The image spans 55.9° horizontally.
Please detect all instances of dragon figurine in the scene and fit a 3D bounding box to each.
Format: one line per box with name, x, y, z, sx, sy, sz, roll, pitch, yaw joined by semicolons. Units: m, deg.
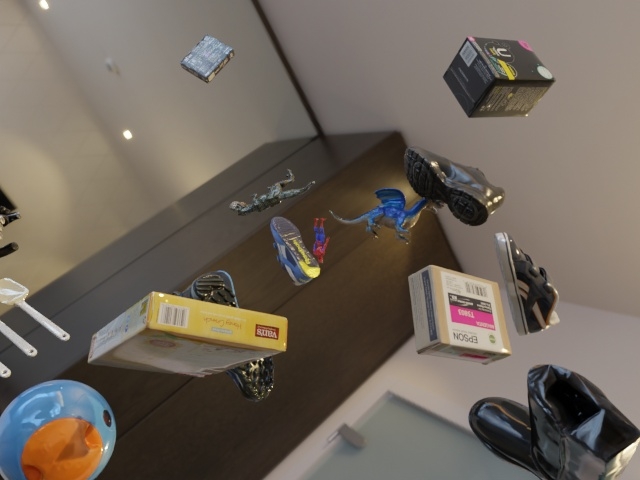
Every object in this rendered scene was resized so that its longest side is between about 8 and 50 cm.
dragon figurine;0.178;-0.079;1.576;0.289;0.144;0.085;9;-26;12

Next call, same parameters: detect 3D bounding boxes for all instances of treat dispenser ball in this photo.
treat dispenser ball;-0.674;0.503;1.542;0.288;0.288;0.288;41;-26;24

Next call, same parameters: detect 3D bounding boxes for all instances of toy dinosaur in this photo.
toy dinosaur;-0.119;-0.132;1.663;0.268;0.118;0.064;-19;-62;23

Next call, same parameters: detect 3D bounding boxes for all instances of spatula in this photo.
spatula;-0.602;0.159;1.142;0.242;0.168;0.019;25;-52;27

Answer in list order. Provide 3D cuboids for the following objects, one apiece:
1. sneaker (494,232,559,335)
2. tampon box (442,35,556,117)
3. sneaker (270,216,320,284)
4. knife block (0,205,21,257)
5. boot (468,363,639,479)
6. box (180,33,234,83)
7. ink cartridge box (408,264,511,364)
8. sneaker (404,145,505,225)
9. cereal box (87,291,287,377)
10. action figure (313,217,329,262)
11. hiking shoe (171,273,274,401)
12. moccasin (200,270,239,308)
sneaker;0.551;0.105;1.603;0.126;0.128;0.321;-82;152;-59
tampon box;0.350;-0.320;1.189;0.120;0.161;0.101;66;-33;28
sneaker;-0.059;0.021;1.134;0.059;0.053;0.144;-47;-116;42
knife block;-0.715;0.029;1.166;0.242;0.275;0.088;25;-14;33
boot;0.464;0.392;1.289;0.367;0.146;0.445;29;-18;34
box;-0.216;-0.348;1.153;0.067;0.083;0.018;32;-18;13
ink cartridge box;0.329;0.179;1.428;0.088;0.235;0.193;-37;-131;46
sneaker;0.326;-0.147;1.491;0.286;0.130;0.109;43;-35;27
cereal box;-0.176;0.129;0.767;0.173;0.047;0.240;16;-26;-31
action figure;0.000;0.000;1.569;0.038;0.030;0.115;2;-90;31
hiking shoe;-0.210;0.222;1.341;0.132;0.113;0.304;-30;-93;41
moccasin;-0.353;0.273;2.111;0.138;0.117;0.341;-40;-119;34
